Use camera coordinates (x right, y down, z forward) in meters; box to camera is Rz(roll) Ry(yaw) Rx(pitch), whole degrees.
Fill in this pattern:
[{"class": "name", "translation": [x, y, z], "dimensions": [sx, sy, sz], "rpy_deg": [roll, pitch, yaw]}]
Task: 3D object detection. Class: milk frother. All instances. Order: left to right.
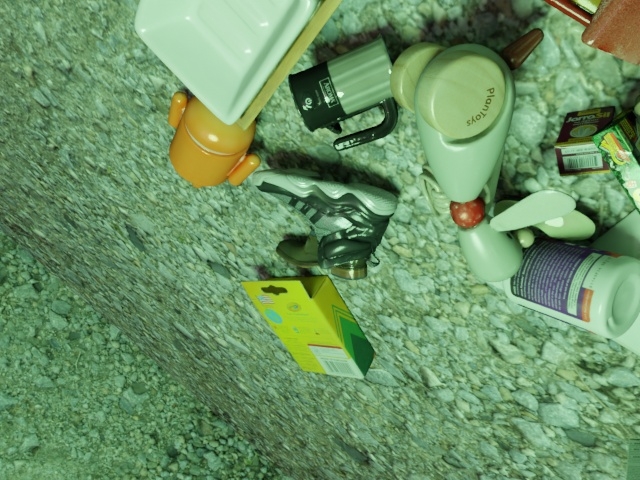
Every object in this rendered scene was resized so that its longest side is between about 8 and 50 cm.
[{"class": "milk frother", "translation": [0.042, -0.210, 0.675], "dimensions": [0.135, 0.143, 0.129], "rpy_deg": [-18, 124, 14]}]

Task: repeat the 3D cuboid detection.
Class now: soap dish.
[{"class": "soap dish", "translation": [-0.113, -0.320, 0.649], "dimensions": [0.229, 0.118, 0.291], "rpy_deg": [45, 141, -8]}]

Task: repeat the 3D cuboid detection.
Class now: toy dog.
[{"class": "toy dog", "translation": [0.210, -0.111, 0.577], "dimensions": [0.161, 0.220, 0.333], "rpy_deg": [-26, 142, 6]}]

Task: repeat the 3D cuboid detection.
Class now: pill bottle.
[{"class": "pill bottle", "translation": [0.329, 0.053, 0.670], "dimensions": [0.194, 0.108, 0.108], "rpy_deg": [22, 146, 55]}]

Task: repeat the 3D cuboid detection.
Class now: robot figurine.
[{"class": "robot figurine", "translation": [-0.192, -0.180, 0.852], "dimensions": [0.219, 0.128, 0.158], "rpy_deg": [-41, 63, 52]}]

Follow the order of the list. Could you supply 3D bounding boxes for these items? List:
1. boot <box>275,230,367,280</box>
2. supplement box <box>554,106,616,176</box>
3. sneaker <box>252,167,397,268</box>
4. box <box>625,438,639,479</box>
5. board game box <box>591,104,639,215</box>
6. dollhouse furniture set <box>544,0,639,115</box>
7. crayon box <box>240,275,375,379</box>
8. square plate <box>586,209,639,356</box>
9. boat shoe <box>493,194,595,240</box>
[{"class": "boot", "translation": [0.000, 0.000, 0.952], "dimensions": [0.219, 0.082, 0.106], "rpy_deg": [14, 115, 33]}, {"class": "supplement box", "translation": [0.314, -0.116, 0.560], "dimensions": [0.055, 0.083, 0.043], "rpy_deg": [-1, 128, 38]}, {"class": "sneaker", "translation": [-0.008, -0.036, 0.834], "dimensions": [0.269, 0.101, 0.153], "rpy_deg": [16, 107, 20]}, {"class": "box", "translation": [0.668, 0.473, 0.875], "dimensions": [0.203, 0.103, 0.114], "rpy_deg": [48, 141, -14]}, {"class": "board game box", "translation": [0.384, -0.021, 0.505], "dimensions": [0.030, 0.136, 0.259], "rpy_deg": [-33, 89, 46]}, {"class": "dollhouse furniture set", "translation": [0.342, -0.110, 0.417], "dimensions": [0.374, 0.201, 0.152], "rpy_deg": [36, 133, 7]}, {"class": "crayon box", "translation": [-0.026, 0.190, 1.139], "dimensions": [0.202, 0.081, 0.318], "rpy_deg": [-5, 127, 40]}, {"class": "square plate", "translation": [0.533, 0.088, 0.630], "dimensions": [0.347, 0.049, 0.344], "rpy_deg": [33, 141, 6]}, {"class": "boat shoe", "translation": [0.317, -0.036, 0.678], "dimensions": [0.133, 0.042, 0.048], "rpy_deg": [16, 117, 25]}]
